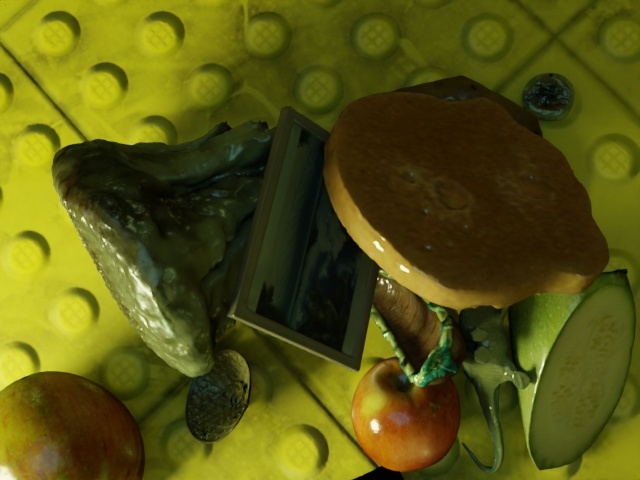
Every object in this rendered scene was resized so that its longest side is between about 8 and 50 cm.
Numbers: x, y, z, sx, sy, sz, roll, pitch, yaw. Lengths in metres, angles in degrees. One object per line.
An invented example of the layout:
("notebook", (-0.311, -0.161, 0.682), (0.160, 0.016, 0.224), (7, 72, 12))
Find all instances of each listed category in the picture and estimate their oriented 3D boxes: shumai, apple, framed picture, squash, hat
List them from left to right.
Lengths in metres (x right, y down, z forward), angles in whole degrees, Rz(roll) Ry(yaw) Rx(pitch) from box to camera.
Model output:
("apple", (-0.389, 0.313, 1.245), (0.246, 0.246, 0.226), (-38, 61, -1))
("shumai", (-0.175, -0.028, 1.213), (0.323, 0.324, 0.397), (-30, 43, -17))
("hat", (-0.135, 0.245, 1.294), (0.146, 0.067, 0.146), (-24, 52, 35))
("framed picture", (0.000, 0.000, 1.180), (0.232, 0.024, 0.315), (28, 63, -35))
("apple", (0.124, 0.252, 1.220), (0.163, 0.163, 0.139), (-7, 124, 4))
("squash", (0.370, 0.184, 1.189), (0.189, 0.189, 0.261), (-8, 77, 4))

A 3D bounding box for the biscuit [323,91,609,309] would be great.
("biscuit", (0.189, -0.065, 1.162), (0.364, 0.062, 0.385), (-6, 50, -18))

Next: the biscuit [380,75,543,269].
("biscuit", (0.196, -0.087, 1.317), (0.358, 0.046, 0.360), (-1, 83, 6))

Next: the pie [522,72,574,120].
("pie", (0.360, -0.228, 1.332), (0.084, 0.021, 0.084), (-1, 82, 5))

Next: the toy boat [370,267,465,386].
("toy boat", (0.125, 0.111, 1.225), (0.099, 0.293, 0.109), (19, 106, -29))

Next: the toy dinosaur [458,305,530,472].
("toy dinosaur", (0.234, 0.154, 1.193), (0.076, 0.147, 0.363), (-8, 86, -7))

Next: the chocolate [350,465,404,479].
("chocolate", (0.078, 0.392, 1.235), (0.148, 0.125, 0.080), (-27, 89, 38))
